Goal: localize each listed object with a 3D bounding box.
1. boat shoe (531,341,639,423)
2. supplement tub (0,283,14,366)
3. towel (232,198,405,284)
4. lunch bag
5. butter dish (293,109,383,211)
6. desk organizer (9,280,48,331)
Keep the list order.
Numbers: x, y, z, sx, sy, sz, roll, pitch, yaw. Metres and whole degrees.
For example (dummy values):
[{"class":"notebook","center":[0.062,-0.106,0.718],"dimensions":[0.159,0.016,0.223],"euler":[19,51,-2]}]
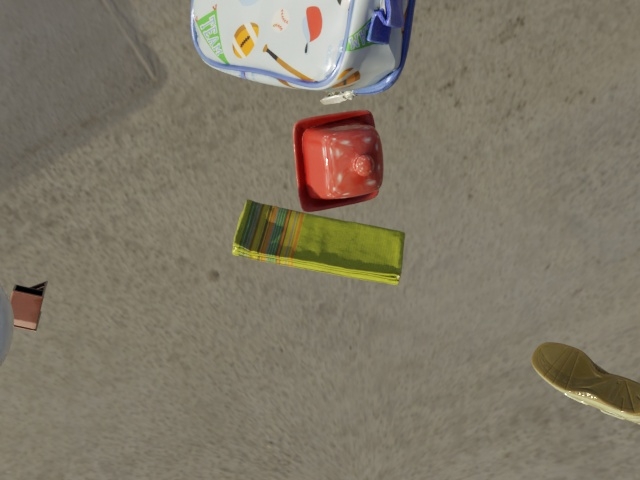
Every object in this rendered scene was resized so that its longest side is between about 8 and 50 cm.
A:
[{"class":"boat shoe","center":[0.318,0.170,1.202],"dimensions":[0.153,0.048,0.056],"euler":[22,68,35]},{"class":"supplement tub","center":[-0.408,0.066,1.000],"dimensions":[0.199,0.144,0.144],"euler":[20,75,42]},{"class":"towel","center":[0.000,0.000,1.436],"dimensions":[0.237,0.021,0.102],"euler":[11,49,-1]},{"class":"lunch bag","center":[-0.002,-0.281,0.959],"dimensions":[0.243,0.115,0.303],"euler":[18,106,41]},{"class":"butter dish","center":[0.048,-0.129,1.696],"dimensions":[0.160,0.118,0.160],"euler":[-12,104,-26]},{"class":"desk organizer","center":[-0.414,0.087,1.444],"dimensions":[0.047,0.130,0.050],"euler":[14,95,-14]}]
